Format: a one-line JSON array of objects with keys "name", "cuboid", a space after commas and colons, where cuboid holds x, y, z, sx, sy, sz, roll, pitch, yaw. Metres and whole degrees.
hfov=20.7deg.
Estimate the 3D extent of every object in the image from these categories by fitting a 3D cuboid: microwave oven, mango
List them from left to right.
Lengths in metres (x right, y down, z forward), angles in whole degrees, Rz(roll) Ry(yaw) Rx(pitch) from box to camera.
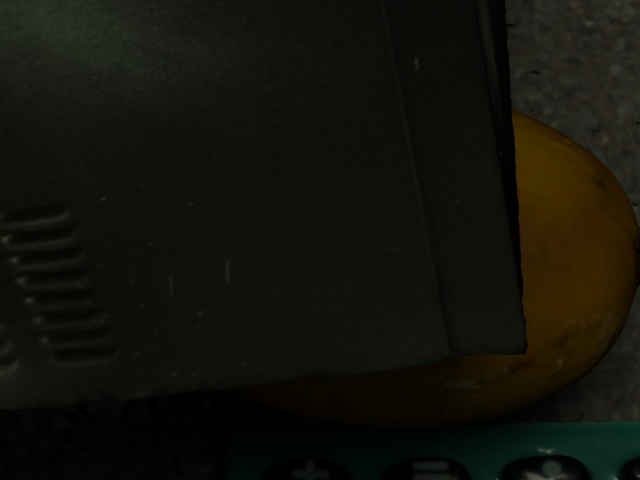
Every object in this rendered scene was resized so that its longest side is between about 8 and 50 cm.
[{"name": "microwave oven", "cuboid": [-0.097, -0.163, 0.706, 0.374, 0.236, 0.432, -6, 37, 9]}, {"name": "mango", "cuboid": [0.000, 0.000, 0.762, 0.317, 0.119, 0.176, 8, 43, 22]}]

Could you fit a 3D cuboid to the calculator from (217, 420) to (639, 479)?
[{"name": "calculator", "cuboid": [0.079, 0.183, 0.684, 0.248, 0.058, 0.274, 0, 56, -1]}]
